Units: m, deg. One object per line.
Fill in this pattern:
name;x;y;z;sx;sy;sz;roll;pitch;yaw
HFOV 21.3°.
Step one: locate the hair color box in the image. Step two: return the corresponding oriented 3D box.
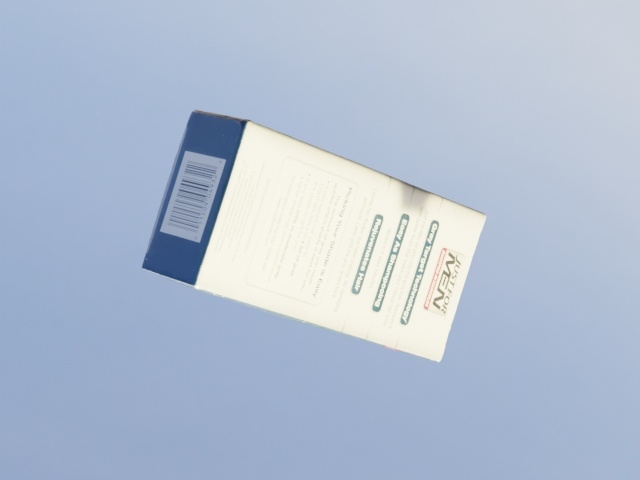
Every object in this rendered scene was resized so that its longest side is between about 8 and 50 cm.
hair color box;0.000;0.000;1.759;0.347;0.174;0.105;20;178;-40
